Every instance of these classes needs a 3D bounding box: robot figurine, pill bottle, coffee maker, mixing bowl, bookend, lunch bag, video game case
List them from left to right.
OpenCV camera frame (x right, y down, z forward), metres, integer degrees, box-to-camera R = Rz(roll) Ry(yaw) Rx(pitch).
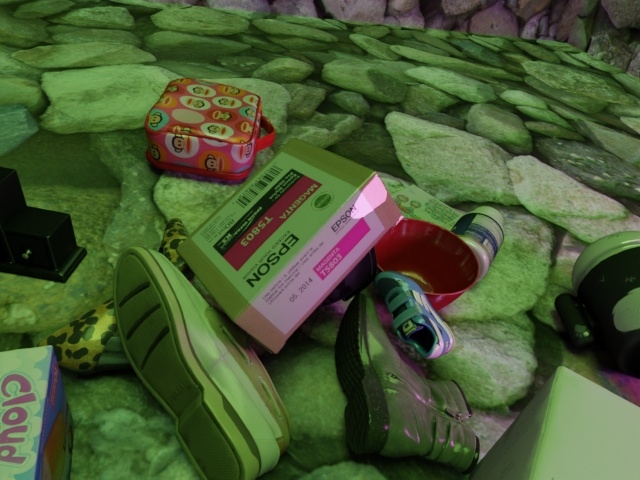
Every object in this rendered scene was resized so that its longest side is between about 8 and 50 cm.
[{"bbox_3d":[-0.443,-0.030,0.651,0.158,0.156,0.072,11,39,-3],"label":"bookend"},{"bbox_3d":[-0.230,-0.255,1.005,0.259,0.120,0.293,8,39,-6],"label":"lunch bag"},{"bbox_3d":[0.000,0.000,0.691,0.171,0.120,0.178,-51,41,-11],"label":"coffee maker"},{"bbox_3d":[0.157,0.056,0.746,0.182,0.098,0.181,7,39,-5],"label":"mixing bowl"},{"bbox_3d":[0.215,-0.058,0.961,0.143,0.019,0.157,-26,52,-38],"label":"video game case"},{"bbox_3d":[0.289,0.001,0.850,0.094,0.094,0.169,29,42,20],"label":"pill bottle"},{"bbox_3d":[0.525,0.110,0.722,0.209,0.173,0.278,16,38,-13],"label":"robot figurine"}]

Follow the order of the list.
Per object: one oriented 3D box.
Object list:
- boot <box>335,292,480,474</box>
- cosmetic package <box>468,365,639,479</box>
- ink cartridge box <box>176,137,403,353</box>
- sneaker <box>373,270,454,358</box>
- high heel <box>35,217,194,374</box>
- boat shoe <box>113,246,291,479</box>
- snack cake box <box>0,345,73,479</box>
[{"bbox_3d":[0.111,0.187,0.612,0.161,0.083,0.246,16,36,-15],"label":"boot"},{"bbox_3d":[0.200,0.278,0.389,0.138,0.223,0.225,28,42,19],"label":"cosmetic package"},{"bbox_3d":[-0.047,-0.008,0.580,0.234,0.088,0.193,-46,41,-9],"label":"ink cartridge box"},{"bbox_3d":[0.123,0.101,0.622,0.144,0.053,0.059,49,33,19],"label":"sneaker"},{"bbox_3d":[-0.273,0.058,0.632,0.187,0.093,0.261,3,48,-20],"label":"high heel"},{"bbox_3d":[-0.144,0.138,0.539,0.103,0.113,0.302,-10,65,-56],"label":"boat shoe"},{"bbox_3d":[-0.269,0.242,0.371,0.089,0.152,0.264,-5,42,-20],"label":"snack cake box"}]
